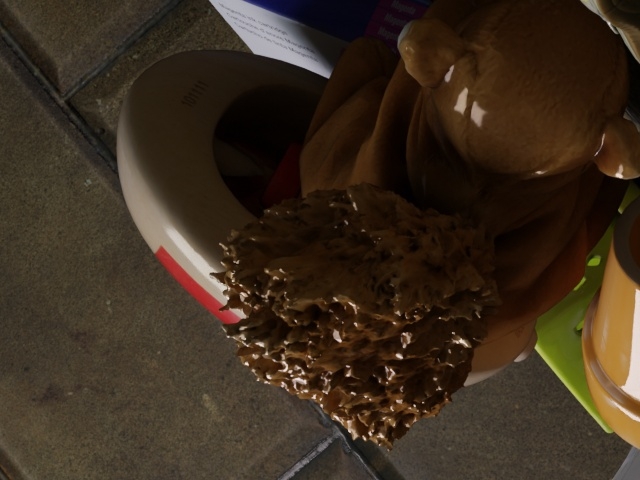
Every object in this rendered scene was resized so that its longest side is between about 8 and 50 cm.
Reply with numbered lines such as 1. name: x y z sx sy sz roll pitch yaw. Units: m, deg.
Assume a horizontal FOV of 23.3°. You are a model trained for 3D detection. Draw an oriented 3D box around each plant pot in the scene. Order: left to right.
1. plant pot: 0.319 0.044 1.795 0.228 0.207 0.227 46 -171 -41
2. plant pot: 0.318 0.055 1.306 0.205 0.205 0.188 52 169 38

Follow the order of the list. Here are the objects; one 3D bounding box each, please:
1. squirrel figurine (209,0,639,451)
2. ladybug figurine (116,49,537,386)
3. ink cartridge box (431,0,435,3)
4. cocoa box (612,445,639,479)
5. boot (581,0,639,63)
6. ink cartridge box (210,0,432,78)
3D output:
1. squirrel figurine: 0.104 -0.028 1.174 0.281 0.397 0.370 34 162 -2
2. ladybug figurine: 0.000 0.000 1.466 0.449 0.162 0.305 34 -135 -2
3. ink cartridge box: 0.105 -0.273 1.434 0.139 0.082 0.190 50 -179 33
4. cocoa box: 0.443 0.305 1.629 0.228 0.231 0.347 48 -150 4
5. boot: 0.138 -0.190 0.840 0.165 0.077 0.213 53 -174 27
6. ink cartridge box: 0.023 -0.198 1.551 0.324 0.071 0.330 27 168 42
